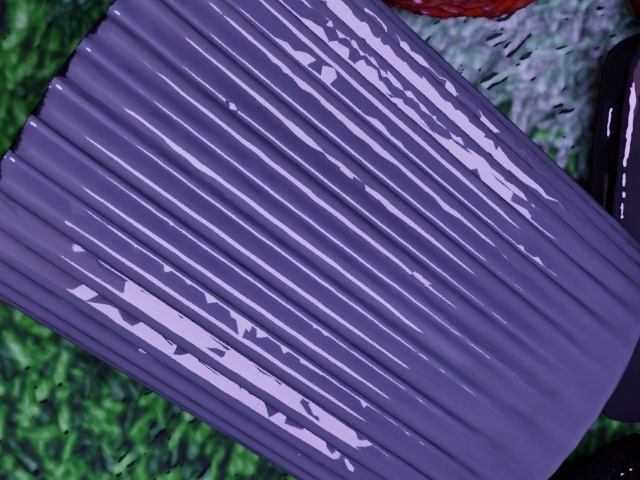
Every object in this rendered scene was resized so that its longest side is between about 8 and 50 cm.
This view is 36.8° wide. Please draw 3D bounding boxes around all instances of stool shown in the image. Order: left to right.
[{"bbox_3d":[0.000,0.000,0.613,0.330,0.297,0.297,37,79,-7],"label":"stool"}]

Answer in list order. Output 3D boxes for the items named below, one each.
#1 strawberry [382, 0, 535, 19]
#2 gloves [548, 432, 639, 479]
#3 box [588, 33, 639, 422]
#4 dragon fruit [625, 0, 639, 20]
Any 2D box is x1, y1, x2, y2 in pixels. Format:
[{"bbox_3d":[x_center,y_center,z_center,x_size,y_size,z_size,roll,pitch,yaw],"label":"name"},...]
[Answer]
[{"bbox_3d":[0.078,-0.278,0.688,0.288,0.250,0.239,-10,70,23],"label":"strawberry"},{"bbox_3d":[0.200,0.228,0.681,0.203,0.124,0.164,-37,113,-25],"label":"gloves"},{"bbox_3d":[0.337,-0.010,0.722,0.288,0.073,0.290,-1,103,-8],"label":"box"},{"bbox_3d":[0.277,-0.214,0.705,0.125,0.246,0.125,-7,75,26],"label":"dragon fruit"}]
